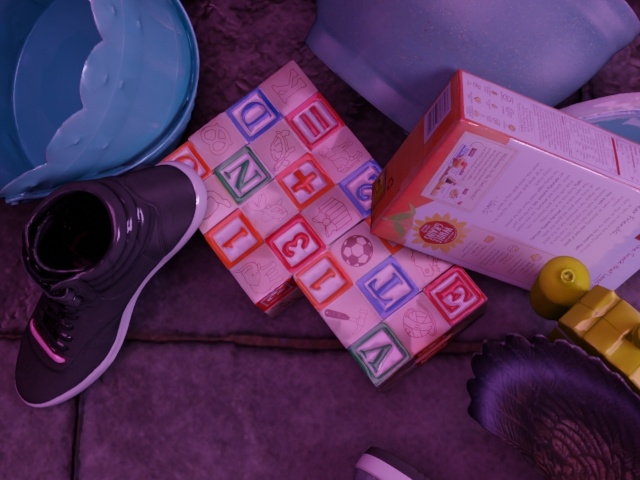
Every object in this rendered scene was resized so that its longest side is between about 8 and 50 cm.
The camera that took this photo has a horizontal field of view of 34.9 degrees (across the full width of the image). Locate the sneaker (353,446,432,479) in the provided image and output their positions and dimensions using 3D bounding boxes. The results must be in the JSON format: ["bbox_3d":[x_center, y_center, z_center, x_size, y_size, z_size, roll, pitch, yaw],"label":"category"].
[{"bbox_3d":[0.100,0.334,0.873,0.295,0.124,0.178,42,76,13],"label":"sneaker"}]

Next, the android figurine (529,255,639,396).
[{"bbox_3d":[0.262,0.114,0.817,0.056,0.273,0.248,-42,75,-3],"label":"android figurine"}]

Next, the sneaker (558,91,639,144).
[{"bbox_3d":[0.327,-0.062,0.932,0.302,0.108,0.121,-2,73,6],"label":"sneaker"}]

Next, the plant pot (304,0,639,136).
[{"bbox_3d":[0.110,-0.201,0.919,0.293,0.293,0.196,41,102,14],"label":"plant pot"}]

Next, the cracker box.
[{"bbox_3d":[0.179,-0.035,0.875,0.232,0.156,0.067,20,47,-16],"label":"cracker box"}]

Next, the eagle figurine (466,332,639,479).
[{"bbox_3d":[0.230,0.224,0.766,0.225,0.226,0.298,10,51,-16],"label":"eagle figurine"}]

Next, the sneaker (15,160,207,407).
[{"bbox_3d":[-0.234,0.046,0.929,0.104,0.147,0.296,45,111,18],"label":"sneaker"}]

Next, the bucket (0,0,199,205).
[{"bbox_3d":[-0.261,-0.165,0.962,0.281,0.183,0.281,-2,86,26],"label":"bucket"}]

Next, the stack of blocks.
[{"bbox_3d":[0.000,0.000,0.973,0.171,0.087,0.297,-38,76,-2],"label":"stack of blocks"}]
